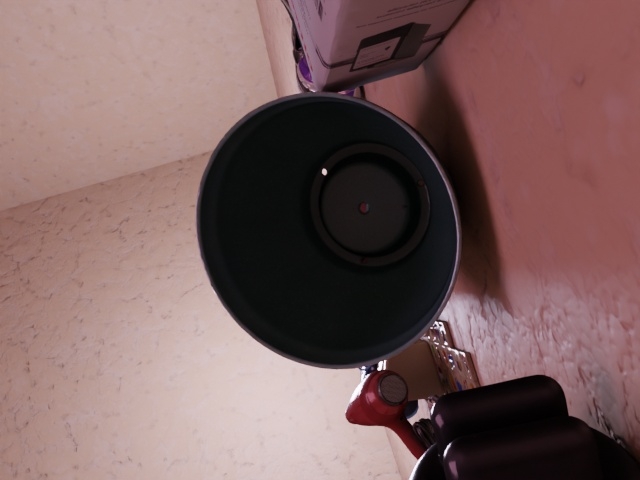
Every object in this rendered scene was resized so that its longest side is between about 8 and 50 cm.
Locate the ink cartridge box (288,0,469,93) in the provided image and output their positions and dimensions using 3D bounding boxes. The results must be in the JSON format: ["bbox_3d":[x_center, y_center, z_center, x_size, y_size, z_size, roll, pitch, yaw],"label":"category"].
[{"bbox_3d":[0.031,-0.267,0.509,0.289,0.121,0.211,-170,63,-87],"label":"ink cartridge box"}]

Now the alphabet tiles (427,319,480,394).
[{"bbox_3d":[0.210,0.218,0.922,0.237,0.009,0.198,111,143,-84],"label":"alphabet tiles"}]

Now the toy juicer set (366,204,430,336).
[{"bbox_3d":[0.095,-0.017,0.973,0.209,0.089,0.329,-111,5,-55],"label":"toy juicer set"}]

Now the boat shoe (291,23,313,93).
[{"bbox_3d":[-0.023,-0.380,1.262,0.070,0.077,0.219,81,174,-75],"label":"boat shoe"}]

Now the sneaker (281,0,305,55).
[{"bbox_3d":[-0.032,-0.426,1.130,0.118,0.083,0.222,81,170,-71],"label":"sneaker"}]

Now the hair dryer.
[{"bbox_3d":[0.131,0.313,0.972,0.293,0.080,0.224,14,123,53],"label":"hair dryer"}]

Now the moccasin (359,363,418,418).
[{"bbox_3d":[0.135,0.283,1.411,0.342,0.137,0.117,-116,15,-67],"label":"moccasin"}]

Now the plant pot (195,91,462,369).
[{"bbox_3d":[0.032,-0.024,0.711,0.196,0.293,0.293,-32,-73,-65],"label":"plant pot"}]

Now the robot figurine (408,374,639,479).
[{"bbox_3d":[0.164,0.244,0.449,0.173,0.209,0.278,-2,108,43],"label":"robot figurine"}]

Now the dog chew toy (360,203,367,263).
[{"bbox_3d":[0.000,0.000,1.241,0.332,0.206,0.207,18,126,67],"label":"dog chew toy"}]

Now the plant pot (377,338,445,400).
[{"bbox_3d":[0.158,0.233,1.108,0.109,0.109,0.096,131,133,-86],"label":"plant pot"}]

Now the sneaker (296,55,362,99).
[{"bbox_3d":[0.021,-0.291,1.049,0.170,0.068,0.071,43,142,39],"label":"sneaker"}]
